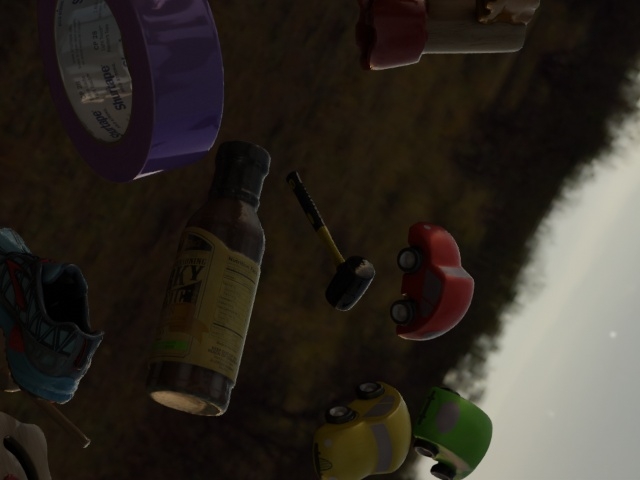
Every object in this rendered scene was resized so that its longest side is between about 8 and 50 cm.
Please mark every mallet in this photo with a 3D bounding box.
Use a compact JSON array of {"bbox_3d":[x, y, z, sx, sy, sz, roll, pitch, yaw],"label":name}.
[{"bbox_3d":[0.000,0.000,1.530,0.039,0.189,0.062,-1,131,-36],"label":"mallet"}]

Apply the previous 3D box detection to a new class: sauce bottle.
[{"bbox_3d":[-0.131,0.041,1.646,0.111,0.111,0.344,103,-2,-67],"label":"sauce bottle"}]

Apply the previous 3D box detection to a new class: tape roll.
[{"bbox_3d":[-0.217,-0.206,1.473,0.090,0.274,0.274,-17,147,-32],"label":"tape roll"}]

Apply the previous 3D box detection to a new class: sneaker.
[{"bbox_3d":[-0.320,0.062,1.547,0.104,0.262,0.125,15,122,-48],"label":"sneaker"}]

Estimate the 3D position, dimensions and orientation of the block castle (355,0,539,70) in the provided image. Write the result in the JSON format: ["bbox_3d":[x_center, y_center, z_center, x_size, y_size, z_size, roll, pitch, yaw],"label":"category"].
[{"bbox_3d":[0.089,-0.414,1.214,0.303,0.213,0.453,113,-26,-69],"label":"block castle"}]

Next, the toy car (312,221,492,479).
[{"bbox_3d":[0.097,0.133,1.098,0.225,0.053,0.239,54,54,-45],"label":"toy car"}]

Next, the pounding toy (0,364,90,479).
[{"bbox_3d":[-0.391,0.286,1.648,0.154,0.155,0.269,4,73,-61],"label":"pounding toy"}]
